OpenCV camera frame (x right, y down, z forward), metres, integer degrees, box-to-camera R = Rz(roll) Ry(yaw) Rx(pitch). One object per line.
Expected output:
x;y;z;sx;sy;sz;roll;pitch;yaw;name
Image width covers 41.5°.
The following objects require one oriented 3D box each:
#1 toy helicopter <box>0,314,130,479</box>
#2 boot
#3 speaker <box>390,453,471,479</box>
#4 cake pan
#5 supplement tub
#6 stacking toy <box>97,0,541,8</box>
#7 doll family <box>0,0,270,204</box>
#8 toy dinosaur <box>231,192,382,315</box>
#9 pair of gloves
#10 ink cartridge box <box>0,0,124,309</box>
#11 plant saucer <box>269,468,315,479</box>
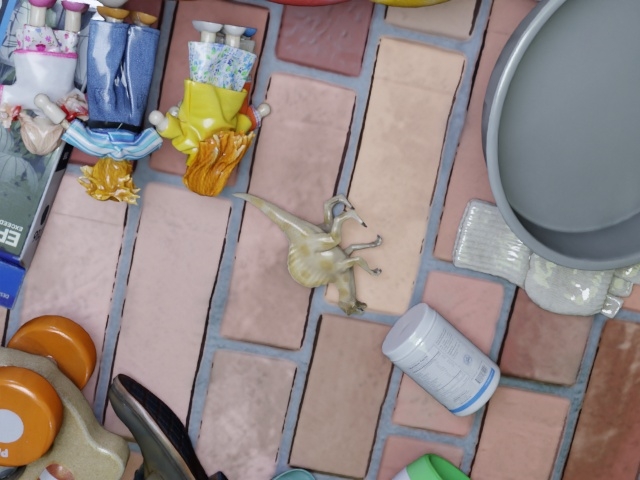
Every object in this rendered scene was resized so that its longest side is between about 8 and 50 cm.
-0.274;0.262;0.799;0.235;0.140;0.355;-25;107;8;toy helicopter
-0.171;0.244;0.859;0.106;0.082;0.219;-35;103;0;boot
0.056;0.367;0.876;0.131;0.131;0.296;38;96;-10;speaker
0.271;-0.115;0.760;0.293;0.054;0.293;-7;115;-16;cake pan
0.124;0.122;0.861;0.107;0.071;0.071;41;96;-9;supplement tub
0.056;-0.308;0.704;0.480;0.350;0.350;12;100;-26;stacking toy
-0.149;-0.114;0.738;0.263;0.118;0.163;1;106;-28;doll family
0.000;0.000;0.838;0.092;0.053;0.183;-42;101;6;toy dinosaur
0.265;-0.043;0.854;0.204;0.042;0.240;23;99;-8;pair of gloves
-0.319;-0.102;0.793;0.165;0.065;0.332;20;100;-8;ink cartridge box
-0.047;0.292;0.878;0.021;0.119;0.119;13;103;38;plant saucer
